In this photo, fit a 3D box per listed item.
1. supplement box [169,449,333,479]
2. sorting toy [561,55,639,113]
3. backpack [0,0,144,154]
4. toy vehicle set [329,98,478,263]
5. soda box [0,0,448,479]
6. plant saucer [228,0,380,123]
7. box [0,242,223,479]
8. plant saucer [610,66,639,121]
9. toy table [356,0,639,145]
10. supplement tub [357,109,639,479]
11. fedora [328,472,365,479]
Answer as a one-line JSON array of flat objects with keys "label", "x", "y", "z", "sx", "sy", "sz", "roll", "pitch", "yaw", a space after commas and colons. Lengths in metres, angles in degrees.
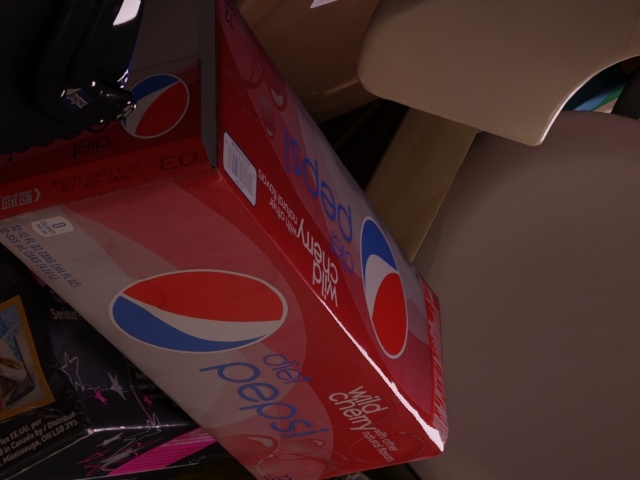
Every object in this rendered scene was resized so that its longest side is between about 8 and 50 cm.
[{"label": "supplement box", "x": -0.095, "y": 0.222, "z": 1.031, "sx": 0.194, "sy": 0.357, "sz": 0.195, "roll": 11, "pitch": 96, "yaw": -72}, {"label": "sorting toy", "x": 0.231, "y": -0.129, "z": 1.125, "sx": 0.193, "sy": 0.038, "sz": 0.208, "roll": -19, "pitch": 166, "yaw": -38}, {"label": "backpack", "x": -0.096, "y": -0.077, "z": 0.401, "sx": 0.098, "sy": 0.101, "sz": 0.120, "roll": -25, "pitch": 165, "yaw": -26}, {"label": "toy vehicle set", "x": 0.000, "y": 0.000, "z": 0.939, "sx": 0.267, "sy": 0.035, "sz": 0.166, "roll": -43, "pitch": -165, "yaw": 54}, {"label": "soda box", "x": -0.030, "y": 0.011, "z": 0.690, "sx": 0.092, "sy": 0.083, "sz": 0.263, "roll": -13, "pitch": 148, "yaw": 16}, {"label": "plant saucer", "x": 0.031, "y": -0.113, "z": 0.711, "sx": 0.278, "sy": 0.041, "sz": 0.278, "roll": -26, "pitch": 169, "yaw": -6}, {"label": "box", "x": -0.146, "y": 0.054, "z": 0.776, "sx": 0.163, "sy": 0.142, "sz": 0.247, "roll": -29, "pitch": 168, "yaw": 12}, {"label": "plant saucer", "x": 0.248, "y": -0.111, "z": 1.046, "sx": 0.195, "sy": 0.037, "sz": 0.195, "roll": -24, "pitch": 172, "yaw": -4}, {"label": "toy table", "x": 0.151, "y": -0.080, "z": 0.551, "sx": 0.274, "sy": 0.252, "sz": 0.161, "roll": -52, "pitch": 163, "yaw": -48}, {"label": "supplement tub", "x": 0.110, "y": 0.054, "z": 1.054, "sx": 0.235, "sy": 0.235, "sz": 0.325, "roll": -26, "pitch": -177, "yaw": -12}, {"label": "fedora", "x": 0.016, "y": 0.133, "z": 1.498, "sx": 0.334, "sy": 0.152, "sz": 0.334, "roll": -27, "pitch": 169, "yaw": -5}]
